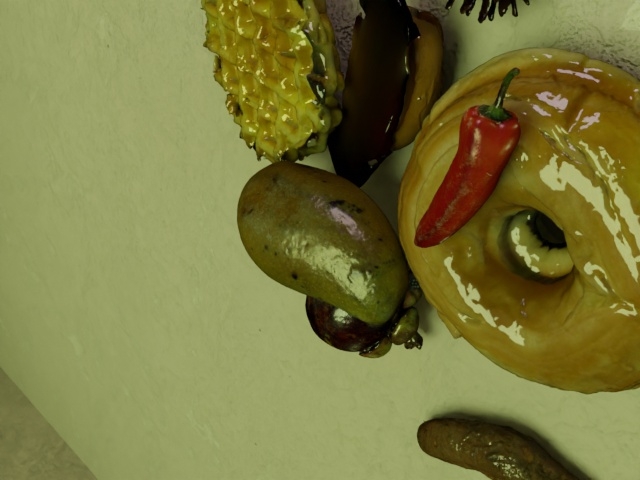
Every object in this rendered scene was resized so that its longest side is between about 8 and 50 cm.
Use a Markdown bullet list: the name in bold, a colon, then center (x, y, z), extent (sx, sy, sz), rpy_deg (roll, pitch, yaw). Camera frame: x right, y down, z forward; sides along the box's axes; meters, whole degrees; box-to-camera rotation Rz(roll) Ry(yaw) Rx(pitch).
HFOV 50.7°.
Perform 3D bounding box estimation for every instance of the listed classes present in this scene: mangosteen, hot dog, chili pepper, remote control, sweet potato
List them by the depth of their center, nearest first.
- **chili pepper**: center (0.162, -0.072, 0.739), extent (0.063, 0.071, 0.272), rpy_deg (16, 134, -3)
- **hot dog**: center (0.101, -0.228, 0.988), extent (0.194, 0.107, 0.326), rpy_deg (67, 155, 17)
- **remote control**: center (0.175, 0.064, 1.076), extent (0.016, 0.091, 0.034), rpy_deg (-122, 37, -61)
- **sweet potato**: center (0.292, 0.349, 1.100), extent (0.342, 0.092, 0.114), rpy_deg (12, 143, 42)
- **mangosteen**: center (0.086, 0.108, 1.136), extent (0.217, 0.192, 0.192), rpy_deg (32, 139, -13)

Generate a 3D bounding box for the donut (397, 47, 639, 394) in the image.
- **donut**: center (0.284, -0.012, 0.842), extent (0.449, 0.198, 0.448), rpy_deg (25, 128, 37)

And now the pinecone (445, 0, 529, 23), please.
- **pinecone**: center (0.192, -0.339, 0.803), extent (0.165, 0.163, 0.163), rpy_deg (45, 138, -4)

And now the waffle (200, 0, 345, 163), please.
- **waffle**: center (-0.087, -0.305, 1.094), extent (0.380, 0.095, 0.382), rpy_deg (-14, 94, 62)

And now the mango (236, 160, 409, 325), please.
- **mango**: center (-0.001, -0.007, 1.011), extent (0.329, 0.176, 0.176), rpy_deg (30, 134, 45)
